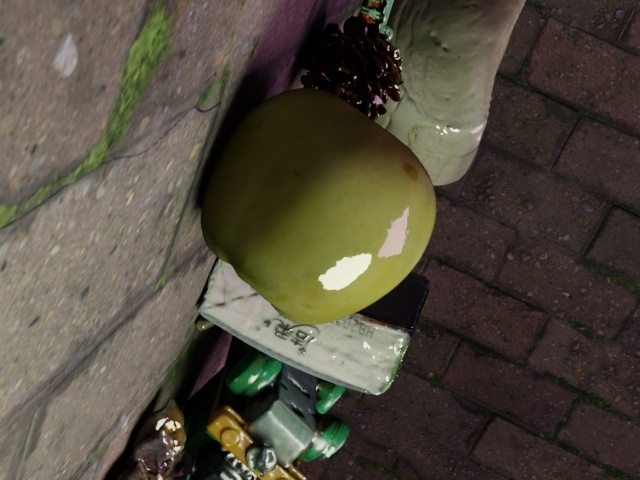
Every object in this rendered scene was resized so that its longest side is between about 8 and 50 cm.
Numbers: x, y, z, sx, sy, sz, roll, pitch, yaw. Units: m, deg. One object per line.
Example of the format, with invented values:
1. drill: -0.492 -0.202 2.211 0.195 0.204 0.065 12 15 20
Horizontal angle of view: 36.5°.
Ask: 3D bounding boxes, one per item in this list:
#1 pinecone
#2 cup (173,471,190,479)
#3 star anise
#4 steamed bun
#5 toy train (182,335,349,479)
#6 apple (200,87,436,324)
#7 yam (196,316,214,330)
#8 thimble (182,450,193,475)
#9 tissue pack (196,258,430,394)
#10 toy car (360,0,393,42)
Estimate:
1. pinecone: 0.036 -0.210 1.238 0.121 0.140 0.140 -39 162 -27
2. cup: -0.223 0.532 1.686 0.290 0.219 0.258 -58 171 -66
3. star anise: -0.241 0.327 1.344 0.197 0.073 0.212 115 0 -71
4. steamed bun: 0.185 -0.299 1.622 0.247 0.236 0.383 109 0 -63
5. toy train: -0.107 0.269 1.473 0.249 0.178 0.429 -42 -169 11
6. apple: -0.004 -0.040 1.072 0.262 0.262 0.262 -62 174 -13
7. yam: -0.160 0.116 1.416 0.021 0.021 0.116 -64 173 5
8. thimble: -0.161 0.394 1.882 0.250 0.172 0.205 110 4 -63
9. tissue pack: 0.009 0.088 1.475 0.394 0.288 0.124 -35 146 -77
10. toy car: 0.091 -0.350 1.456 0.073 0.054 0.143 -58 168 -51
